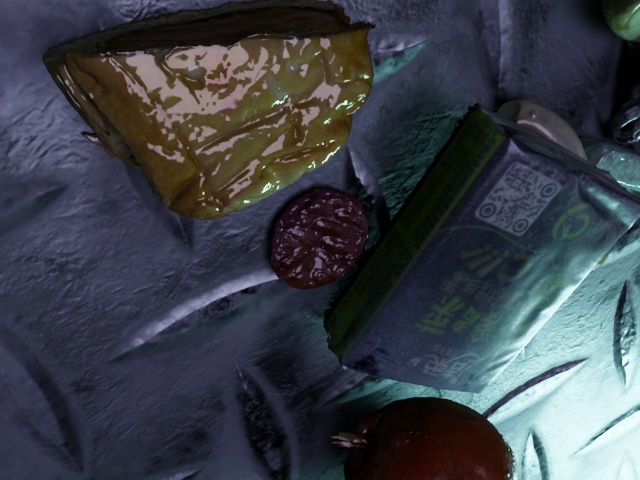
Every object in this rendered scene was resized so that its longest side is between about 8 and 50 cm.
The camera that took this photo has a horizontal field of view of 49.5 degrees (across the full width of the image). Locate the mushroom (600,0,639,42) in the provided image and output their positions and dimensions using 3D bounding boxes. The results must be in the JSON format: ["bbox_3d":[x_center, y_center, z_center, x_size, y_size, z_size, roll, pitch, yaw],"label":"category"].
[{"bbox_3d":[0.498,-0.413,0.971,0.292,0.212,0.217,-11,76,-15],"label":"mushroom"}]

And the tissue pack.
[{"bbox_3d":[0.222,0.037,0.984,0.288,0.124,0.394,18,118,-29],"label":"tissue pack"}]

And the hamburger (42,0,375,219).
[{"bbox_3d":[-0.111,-0.135,0.752,0.330,0.162,0.209,-15,122,-24],"label":"hamburger"}]

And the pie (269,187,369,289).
[{"bbox_3d":[0.000,0.000,0.955,0.154,0.036,0.154,-12,120,-22],"label":"pie"}]

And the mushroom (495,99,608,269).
[{"bbox_3d":[0.365,-0.077,1.079,0.122,0.095,0.351,-29,124,8],"label":"mushroom"}]

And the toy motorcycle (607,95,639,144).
[{"bbox_3d":[0.604,-0.243,1.036,0.223,0.108,0.341,4,149,-30],"label":"toy motorcycle"}]

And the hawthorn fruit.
[{"bbox_3d":[0.145,0.362,1.088,0.307,0.276,0.276,37,94,-22],"label":"hawthorn fruit"}]

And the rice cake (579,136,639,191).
[{"bbox_3d":[0.496,-0.121,1.140,0.206,0.069,0.063,9,109,-30],"label":"rice cake"}]
